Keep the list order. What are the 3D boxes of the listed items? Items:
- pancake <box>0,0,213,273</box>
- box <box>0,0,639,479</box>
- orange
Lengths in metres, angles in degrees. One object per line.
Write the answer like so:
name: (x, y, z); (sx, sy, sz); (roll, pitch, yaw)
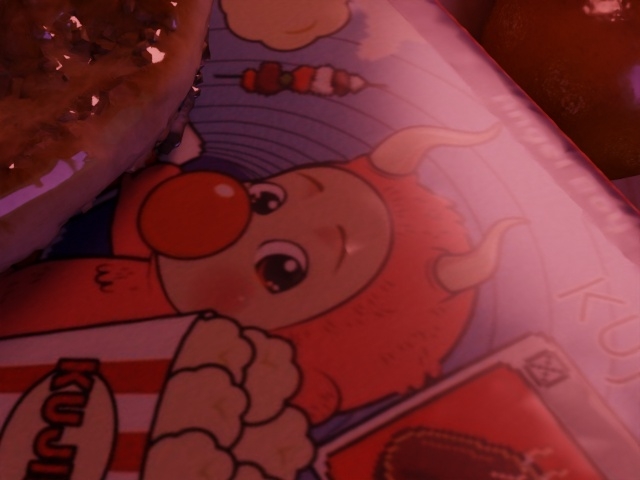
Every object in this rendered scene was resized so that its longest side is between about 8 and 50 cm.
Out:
pancake: (-0.169, -0.110, 0.473); (0.282, 0.282, 0.049); (-47, 169, -22)
box: (-0.026, 0.105, 0.520); (0.318, 0.349, 0.257); (-26, 143, -13)
orange: (0.171, -0.107, 0.882); (0.136, 0.159, 0.159); (-40, 140, 19)
